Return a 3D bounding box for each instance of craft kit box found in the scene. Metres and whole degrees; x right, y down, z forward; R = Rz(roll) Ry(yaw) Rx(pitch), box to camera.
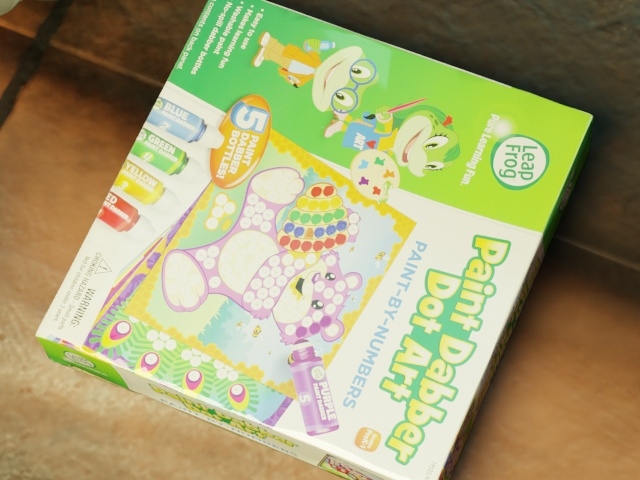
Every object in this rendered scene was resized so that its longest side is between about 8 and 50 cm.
[{"bbox_3d":[0.000,0.000,1.143,0.246,0.061,0.250,21,71,10],"label":"craft kit box"}]

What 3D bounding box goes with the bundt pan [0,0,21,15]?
[{"bbox_3d":[-0.229,-0.258,1.178,0.331,0.124,0.331,15,43,-14],"label":"bundt pan"}]
